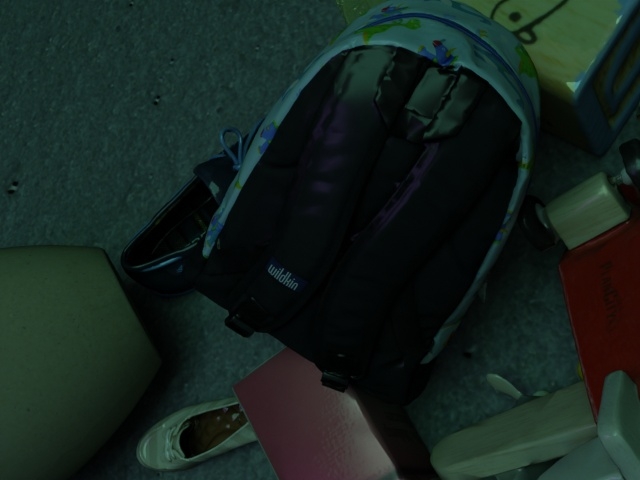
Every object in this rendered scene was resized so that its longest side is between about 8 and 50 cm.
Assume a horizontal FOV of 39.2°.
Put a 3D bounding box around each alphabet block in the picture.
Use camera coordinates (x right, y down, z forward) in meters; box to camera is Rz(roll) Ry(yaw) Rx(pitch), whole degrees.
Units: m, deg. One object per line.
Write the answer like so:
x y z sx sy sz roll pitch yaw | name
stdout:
0.258 -0.236 0.979 0.197 0.193 0.192 33 90 28 | alphabet block

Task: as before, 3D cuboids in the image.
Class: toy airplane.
0.314 0.124 0.813 0.384 0.272 0.386 -53 28 -10 | toy airplane

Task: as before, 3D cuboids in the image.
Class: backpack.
0.060 -0.058 0.866 0.290 0.355 0.273 29 49 6 | backpack

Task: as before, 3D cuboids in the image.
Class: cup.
-0.340 0.137 1.123 0.237 0.331 0.331 -27 64 -11 | cup

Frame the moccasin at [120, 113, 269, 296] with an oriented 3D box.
-0.110 -0.049 1.143 0.342 0.117 0.138 -46 63 8 | moccasin

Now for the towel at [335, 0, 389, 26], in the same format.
0.088 -0.285 1.165 0.110 0.027 0.148 -27 66 16 | towel

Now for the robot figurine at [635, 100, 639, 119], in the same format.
0.457 -0.115 0.859 0.291 0.211 0.085 14 115 19 | robot figurine

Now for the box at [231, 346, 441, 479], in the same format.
0.030 0.229 0.987 0.127 0.148 0.232 -37 65 12 | box

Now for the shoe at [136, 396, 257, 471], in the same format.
-0.145 0.235 1.118 0.219 0.058 0.076 -22 68 19 | shoe
